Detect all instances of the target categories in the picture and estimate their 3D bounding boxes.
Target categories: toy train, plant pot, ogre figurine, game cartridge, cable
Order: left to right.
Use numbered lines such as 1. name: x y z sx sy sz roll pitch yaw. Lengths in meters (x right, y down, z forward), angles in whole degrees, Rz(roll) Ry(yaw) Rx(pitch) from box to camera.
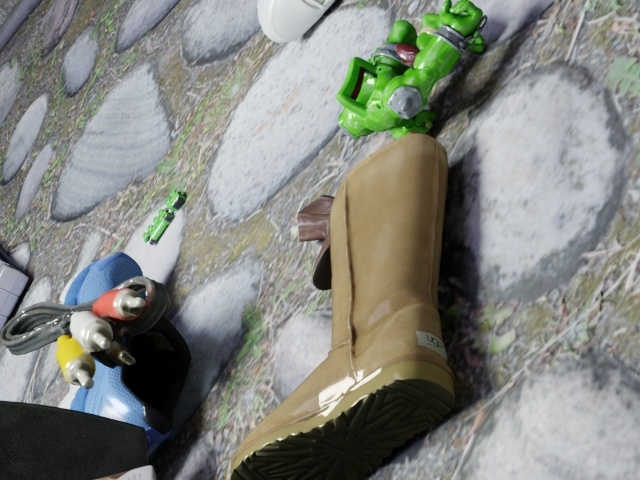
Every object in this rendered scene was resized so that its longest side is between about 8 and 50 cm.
1. game cartridge: -0.587 0.117 2.240 0.230 0.068 0.355 -66 26 0
2. plant pot: -0.242 0.271 1.292 0.188 0.167 0.187 -108 16 -56
3. cable: -0.260 0.077 1.425 0.287 0.072 0.139 13 63 53
4. toy train: -0.200 -0.028 1.725 0.083 0.017 0.024 -56 37 12
5. ogre figurine: 0.074 -0.153 1.263 0.197 0.097 0.118 9 60 51

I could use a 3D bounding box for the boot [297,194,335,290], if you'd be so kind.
1. boot: 0.000 0.000 1.309 0.106 0.037 0.114 -55 27 -17

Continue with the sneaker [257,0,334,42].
1. sneaker: 0.010 -0.323 1.563 0.235 0.090 0.095 -54 36 17

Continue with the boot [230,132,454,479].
1. boot: 0.024 0.067 1.155 0.236 0.089 0.270 -32 37 29

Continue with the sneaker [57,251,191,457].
1. sneaker: -0.204 0.125 1.494 0.147 0.130 0.330 -35 37 18

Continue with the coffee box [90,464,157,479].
1. coffee box: -0.262 0.318 1.131 0.297 0.168 0.119 -13 33 -4
